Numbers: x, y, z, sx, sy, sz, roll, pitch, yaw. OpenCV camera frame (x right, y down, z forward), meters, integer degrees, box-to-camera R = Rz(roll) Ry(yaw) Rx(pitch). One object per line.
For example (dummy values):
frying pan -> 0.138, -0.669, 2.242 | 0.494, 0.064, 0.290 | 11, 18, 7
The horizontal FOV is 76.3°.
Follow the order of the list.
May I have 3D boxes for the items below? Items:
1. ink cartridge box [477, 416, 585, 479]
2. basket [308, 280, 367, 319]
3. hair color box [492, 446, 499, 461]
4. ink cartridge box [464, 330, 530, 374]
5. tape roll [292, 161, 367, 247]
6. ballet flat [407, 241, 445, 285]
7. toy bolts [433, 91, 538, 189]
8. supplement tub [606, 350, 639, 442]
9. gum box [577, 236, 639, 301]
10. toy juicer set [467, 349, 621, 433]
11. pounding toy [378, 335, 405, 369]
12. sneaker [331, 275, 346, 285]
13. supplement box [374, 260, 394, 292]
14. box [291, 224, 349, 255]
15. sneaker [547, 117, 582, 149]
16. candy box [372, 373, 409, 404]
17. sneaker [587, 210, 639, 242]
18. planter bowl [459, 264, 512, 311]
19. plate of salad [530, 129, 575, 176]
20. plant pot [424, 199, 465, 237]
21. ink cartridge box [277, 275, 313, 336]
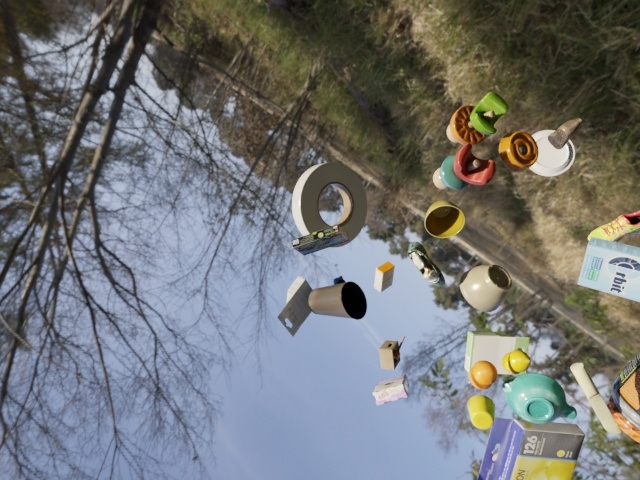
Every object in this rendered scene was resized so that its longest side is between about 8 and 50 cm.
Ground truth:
ink cartridge box -> 0.760, 0.799, 1.481 | 0.308, 0.303, 0.072 | 5, -164, -4
basket -> 0.070, 0.282, 1.895 | 0.204, 0.227, 0.154 | 47, -128, -32
hair color box -> 0.810, 1.122, 1.864 | 0.114, 0.185, 0.375 | 36, -134, 20
ink cartridge box -> 0.726, 0.465, 1.682 | 0.236, 0.170, 0.056 | 1, -170, -1
tape roll -> 0.051, -0.161, 1.858 | 0.392, 0.391, 0.072 | 23, 170, -33
ballet flat -> 0.350, 0.092, 1.367 | 0.188, 0.070, 0.070 | 52, -166, -7
toy bolts -> 0.390, -0.207, 1.022 | 0.218, 0.228, 0.158 | 38, 164, -10
supplement tub -> 0.877, 0.354, 1.006 | 0.194, 0.315, 0.193 | 14, -151, -8
gum box -> 0.795, 0.081, 1.068 | 0.185, 0.041, 0.156 | 19, 142, 36
toy juicer set -> 0.524, 0.356, 0.996 | 0.330, 0.209, 0.089 | -7, -169, 20
pounding toy -> 0.374, 0.574, 2.096 | 0.100, 0.129, 0.141 | -3, -170, 29
sneaker -> 0.101, 0.264, 2.128 | 0.232, 0.082, 0.090 | 85, 160, -67
supplement box -> 0.226, 0.129, 1.447 | 0.062, 0.098, 0.036 | -27, -134, -30
box -> 0.000, 0.000, 1.647 | 0.114, 0.207, 0.036 | 39, -144, -60
sneaker -> 0.857, -0.371, 1.421 | 0.066, 0.071, 0.188 | 56, -167, 8
candy box -> 0.372, 0.777, 2.131 | 0.196, 0.165, 0.070 | 10, -120, -74
sneaker -> 1.056, -0.049, 1.446 | 0.094, 0.209, 0.081 | 45, -156, -46
planter bowl -> 0.575, 0.148, 1.387 | 0.162, 0.109, 0.161 | 11, -127, -15
plate of salad -> 0.942, -0.359, 1.686 | 0.200, 0.199, 0.048 | 37, 179, 12
plant pot -> 0.433, -0.089, 1.444 | 0.134, 0.134, 0.095 | 30, -147, -13
ink cartridge box -> -0.117, 0.318, 1.970 | 0.066, 0.232, 0.189 | 21, 151, 41
